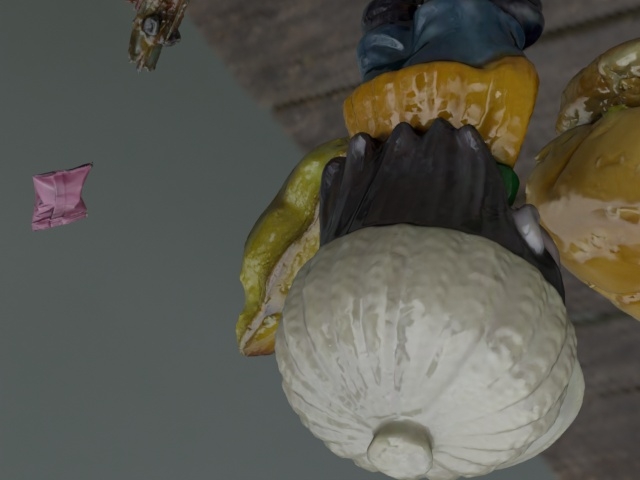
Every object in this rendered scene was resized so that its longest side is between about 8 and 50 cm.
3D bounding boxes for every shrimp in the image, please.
[{"bbox_3d":[-0.116,-0.200,1.254,0.099,0.180,0.041,-3,157,26],"label":"shrimp"}]

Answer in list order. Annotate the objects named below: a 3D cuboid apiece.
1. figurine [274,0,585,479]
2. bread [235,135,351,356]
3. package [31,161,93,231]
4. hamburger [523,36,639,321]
[{"bbox_3d":[0.061,-0.013,1.104,0.204,0.332,0.185,10,155,-44],"label":"figurine"},{"bbox_3d":[0.000,0.000,1.631,0.088,0.233,0.161,38,-162,34],"label":"bread"},{"bbox_3d":[-0.246,-0.043,1.709,0.059,0.029,0.083,-14,144,-22],"label":"package"},{"bbox_3d":[0.308,-0.032,1.246,0.319,0.158,0.318,10,157,4],"label":"hamburger"}]
